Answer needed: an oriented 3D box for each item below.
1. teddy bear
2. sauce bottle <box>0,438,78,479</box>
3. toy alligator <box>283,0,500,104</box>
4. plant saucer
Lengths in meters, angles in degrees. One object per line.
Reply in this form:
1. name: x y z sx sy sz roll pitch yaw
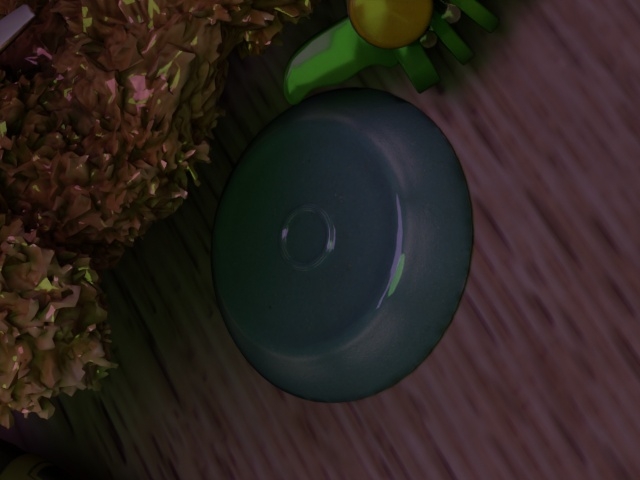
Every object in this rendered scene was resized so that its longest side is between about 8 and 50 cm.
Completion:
1. teddy bear: -0.123 0.001 0.577 0.245 0.113 0.338 -4 46 43
2. sauce bottle: -0.112 0.140 0.609 0.344 0.111 0.111 28 100 35
3. toy alligator: 0.059 -0.113 0.565 0.051 0.056 0.190 36 99 -10
4. plant saucer: 0.000 0.000 0.604 0.119 0.021 0.119 -6 80 36
